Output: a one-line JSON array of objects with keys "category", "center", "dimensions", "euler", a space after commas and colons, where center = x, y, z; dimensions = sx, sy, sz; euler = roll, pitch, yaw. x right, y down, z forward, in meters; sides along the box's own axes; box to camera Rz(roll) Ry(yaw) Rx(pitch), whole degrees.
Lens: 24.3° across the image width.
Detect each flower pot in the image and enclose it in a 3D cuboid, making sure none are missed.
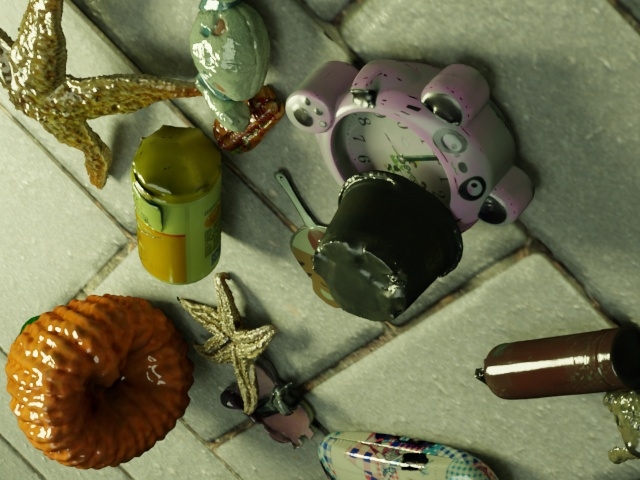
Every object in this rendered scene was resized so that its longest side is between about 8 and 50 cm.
[{"category": "flower pot", "center": [0.066, 0.016, 1.636], "dimensions": [0.157, 0.107, 0.157], "euler": [23, 144, 18]}]

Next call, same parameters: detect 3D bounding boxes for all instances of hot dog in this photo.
[{"category": "hot dog", "center": [-0.090, -0.147, 1.833], "dimensions": [0.062, 0.038, 0.144], "euler": [49, 146, -8]}]

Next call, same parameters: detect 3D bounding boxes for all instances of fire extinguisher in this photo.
[{"category": "fire extinguisher", "center": [0.275, 0.153, 1.763], "dimensions": [0.089, 0.072, 0.268], "euler": [22, 158, -32]}]

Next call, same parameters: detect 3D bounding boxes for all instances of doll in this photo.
[{"category": "doll", "center": [-0.106, -0.224, 1.734], "dimensions": [0.103, 0.071, 0.214], "euler": [36, 141, 33]}, {"category": "doll", "center": [0.420, 0.279, 1.745], "dimensions": [0.203, 0.091, 0.286], "euler": [32, 155, 32]}]

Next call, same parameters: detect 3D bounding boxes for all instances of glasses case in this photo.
[{"category": "glasses case", "center": [0.127, 0.339, 2.109], "dimensions": [0.327, 0.076, 0.125], "euler": [2, 131, 46]}]

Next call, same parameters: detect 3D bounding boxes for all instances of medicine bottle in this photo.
[{"category": "medicine bottle", "center": [-0.188, -0.048, 1.952], "dimensions": [0.124, 0.124, 0.239], "euler": [32, 151, 17]}]

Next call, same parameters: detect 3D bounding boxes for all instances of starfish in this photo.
[{"category": "starfish", "center": [-0.323, -0.229, 1.922], "dimensions": [0.384, 0.132, 0.398], "euler": [-13, 121, 47]}, {"category": "starfish", "center": [-0.131, 0.148, 2.185], "dimensions": [0.227, 0.043, 0.240], "euler": [16, 123, 53]}]

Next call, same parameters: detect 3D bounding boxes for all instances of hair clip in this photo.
[{"category": "hair clip", "center": [-0.068, 0.253, 2.250], "dimensions": [0.146, 0.056, 0.187], "euler": [43, 155, -2]}]

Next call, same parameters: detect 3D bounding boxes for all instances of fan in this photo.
[{"category": "fan", "center": [0.000, 0.000, 1.928], "dimensions": [0.152, 0.008, 0.226], "euler": [-4, 125, 49]}]

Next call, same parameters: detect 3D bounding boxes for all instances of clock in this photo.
[{"category": "clock", "center": [0.102, -0.100, 1.644], "dimensions": [0.248, 0.090, 0.227], "euler": [0, 128, 44]}]

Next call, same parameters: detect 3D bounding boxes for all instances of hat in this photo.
[{"category": "hat", "center": [-0.402, 0.184, 2.355], "dimensions": [0.400, 0.285, 0.285], "euler": [21, 142, 47]}]
